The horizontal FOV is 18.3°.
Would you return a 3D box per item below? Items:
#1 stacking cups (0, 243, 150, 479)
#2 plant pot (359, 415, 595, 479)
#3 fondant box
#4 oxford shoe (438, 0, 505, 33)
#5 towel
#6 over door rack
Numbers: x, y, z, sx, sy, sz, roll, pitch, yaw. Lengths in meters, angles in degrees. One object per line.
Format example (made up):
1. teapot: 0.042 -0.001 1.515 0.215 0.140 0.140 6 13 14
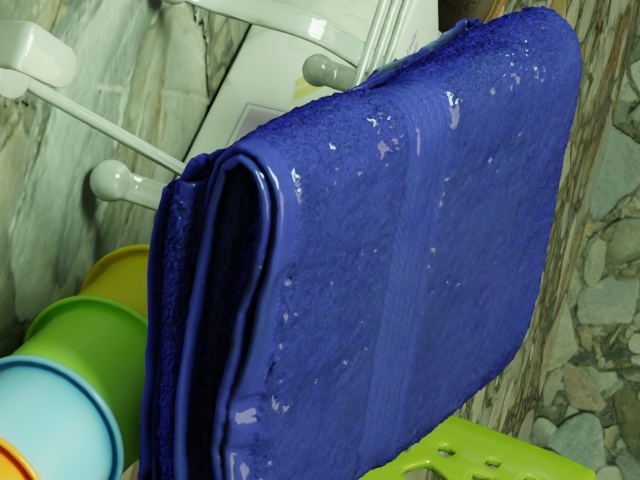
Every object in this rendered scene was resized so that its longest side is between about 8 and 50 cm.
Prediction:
1. stacking cups: -0.145 0.102 0.886 0.316 0.096 0.096 -42 144 -57
2. plant pot: 0.067 0.279 1.576 0.207 0.228 0.227 -34 138 -60
3. fondant box: 0.000 0.000 1.290 0.330 0.096 0.238 82 26 -53
4. oxford shoe: 0.074 -0.229 1.405 0.098 0.097 0.271 -47 150 -23
5. towel: 0.020 0.014 0.980 0.308 0.076 0.228 -29 135 -52
6. over door rack: -0.056 -0.138 0.962 0.324 0.108 0.240 36 68 -59
